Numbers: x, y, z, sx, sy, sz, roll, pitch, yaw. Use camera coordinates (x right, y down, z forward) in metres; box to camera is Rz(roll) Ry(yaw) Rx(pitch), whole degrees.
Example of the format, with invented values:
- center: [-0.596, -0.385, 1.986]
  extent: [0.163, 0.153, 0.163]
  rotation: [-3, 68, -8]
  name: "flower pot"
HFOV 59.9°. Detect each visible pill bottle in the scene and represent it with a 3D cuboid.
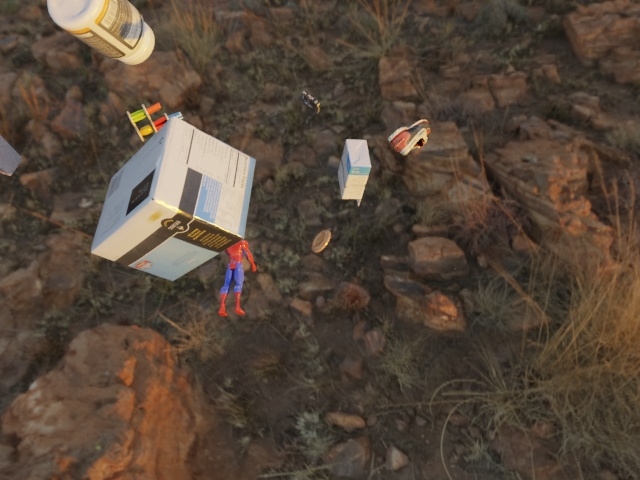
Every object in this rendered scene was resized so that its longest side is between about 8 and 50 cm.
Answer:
- center: [-0.577, -0.589, 1.493]
  extent: [0.162, 0.278, 0.162]
  rotation: [-1, 85, 13]
  name: "pill bottle"

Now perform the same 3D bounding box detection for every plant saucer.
- center: [0.000, 0.000, 1.781]
  extent: [0.083, 0.013, 0.083]
  rotation: [-39, 30, 27]
  name: "plant saucer"

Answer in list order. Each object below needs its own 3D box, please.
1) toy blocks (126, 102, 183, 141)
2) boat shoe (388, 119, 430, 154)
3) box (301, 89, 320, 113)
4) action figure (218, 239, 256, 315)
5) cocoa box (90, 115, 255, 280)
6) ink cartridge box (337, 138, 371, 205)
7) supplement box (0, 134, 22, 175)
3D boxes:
- center: [-0.509, -0.383, 1.722]
  extent: [0.148, 0.123, 0.054]
  rotation: [-28, 64, -11]
  name: "toy blocks"
- center: [0.169, -0.185, 1.003]
  extent: [0.043, 0.049, 0.137]
  rotation: [49, 36, 9]
  name: "boat shoe"
- center: [-0.032, -0.465, 1.869]
  extent: [0.067, 0.083, 0.018]
  rotation: [39, 83, 4]
  name: "box"
- center: [-0.257, 0.106, 1.747]
  extent: [0.091, 0.139, 0.280]
  rotation: [-5, 67, 13]
  name: "action figure"
- center: [-0.349, -0.081, 1.318]
  extent: [0.347, 0.228, 0.231]
  rotation: [-27, 49, 44]
  name: "cocoa box"
- center: [0.092, -0.190, 1.592]
  extent: [0.060, 0.180, 0.104]
  rotation: [0, 55, -10]
  name: "ink cartridge box"
- center: [-1.043, -0.277, 1.664]
  extent: [0.239, 0.130, 0.073]
  rotation: [12, 63, 15]
  name: "supplement box"
